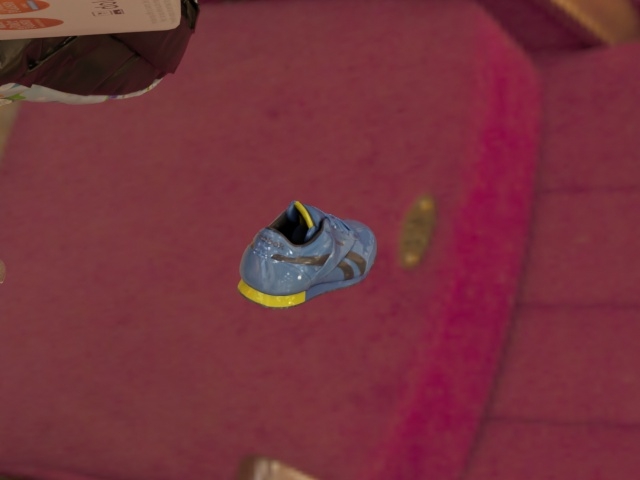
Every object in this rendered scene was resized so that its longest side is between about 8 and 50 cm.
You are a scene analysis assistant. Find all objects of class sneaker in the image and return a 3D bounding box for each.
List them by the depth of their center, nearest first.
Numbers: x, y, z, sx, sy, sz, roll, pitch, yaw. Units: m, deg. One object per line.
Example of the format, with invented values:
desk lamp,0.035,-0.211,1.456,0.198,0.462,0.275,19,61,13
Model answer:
sneaker,0.000,0.000,1.677,0.209,0.069,0.082,-21,132,-57

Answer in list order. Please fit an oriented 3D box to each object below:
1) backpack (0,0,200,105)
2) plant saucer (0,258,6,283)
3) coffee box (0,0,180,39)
backpack,-0.230,-0.252,1.575,0.356,0.273,0.290,3,98,-55
plant saucer,-0.433,-0.030,1.356,0.400,0.400,0.100,5,90,-43
coffee box,-0.256,-0.292,0.967,0.334,0.337,0.338,-3,87,-2
